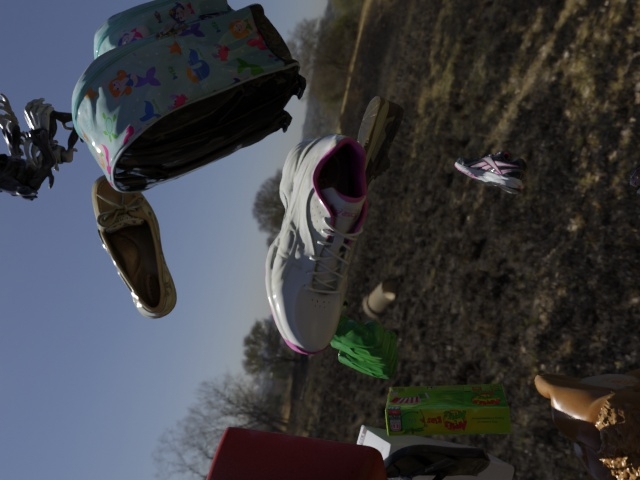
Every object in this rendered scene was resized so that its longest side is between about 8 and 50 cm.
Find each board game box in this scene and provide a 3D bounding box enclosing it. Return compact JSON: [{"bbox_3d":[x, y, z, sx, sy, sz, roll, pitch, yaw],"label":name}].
[{"bbox_3d":[0.196,0.263,0.936,0.092,0.181,0.043,-42,-54,-76],"label":"board game box"}]

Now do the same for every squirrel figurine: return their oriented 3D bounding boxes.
[{"bbox_3d":[0.637,0.477,1.218,0.397,0.281,0.371,-4,-94,-83],"label":"squirrel figurine"}]

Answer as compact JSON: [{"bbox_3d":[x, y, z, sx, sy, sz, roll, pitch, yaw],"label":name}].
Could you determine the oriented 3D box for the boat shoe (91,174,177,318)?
[{"bbox_3d":[-0.333,0.001,1.081,0.285,0.104,0.089,63,167,6],"label":"boat shoe"}]

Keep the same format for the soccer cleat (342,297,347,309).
[{"bbox_3d":[0.004,0.065,1.198,0.072,0.060,0.179,28,139,58],"label":"soccer cleat"}]

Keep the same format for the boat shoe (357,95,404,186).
[{"bbox_3d":[0.100,-0.155,1.136,0.080,0.073,0.224,-127,52,-68],"label":"boat shoe"}]

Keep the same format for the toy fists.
[{"bbox_3d":[0.118,0.258,1.437,0.096,0.142,0.279,-61,-21,-20],"label":"toy fists"}]

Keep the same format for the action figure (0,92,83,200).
[{"bbox_3d":[-0.439,-0.157,0.920,0.276,0.164,0.141,-48,-39,-42],"label":"action figure"}]

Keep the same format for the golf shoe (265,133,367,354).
[{"bbox_3d":[0.000,0.000,0.807,0.140,0.115,0.306,167,107,-64],"label":"golf shoe"}]

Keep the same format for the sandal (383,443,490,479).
[{"bbox_3d":[0.244,0.474,1.258,0.054,0.254,0.097,-104,22,-48],"label":"sandal"}]

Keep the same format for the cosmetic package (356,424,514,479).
[{"bbox_3d":[0.263,0.605,1.476,0.156,0.385,0.217,3,78,65],"label":"cosmetic package"}]

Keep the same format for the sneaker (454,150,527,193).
[{"bbox_3d":[0.379,-0.159,1.310,0.178,0.072,0.077,30,95,47],"label":"sneaker"}]

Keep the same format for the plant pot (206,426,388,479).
[{"bbox_3d":[-0.047,0.469,0.883,0.236,0.267,0.267,-55,-42,-53],"label":"plant pot"}]

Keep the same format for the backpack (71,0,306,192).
[{"bbox_3d":[-0.174,-0.176,0.737,0.253,0.191,0.225,-37,-2,-21],"label":"backpack"}]

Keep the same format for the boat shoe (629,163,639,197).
[{"bbox_3d":[0.601,-0.184,0.973,0.307,0.104,0.111,-36,-22,-10],"label":"boat shoe"}]
